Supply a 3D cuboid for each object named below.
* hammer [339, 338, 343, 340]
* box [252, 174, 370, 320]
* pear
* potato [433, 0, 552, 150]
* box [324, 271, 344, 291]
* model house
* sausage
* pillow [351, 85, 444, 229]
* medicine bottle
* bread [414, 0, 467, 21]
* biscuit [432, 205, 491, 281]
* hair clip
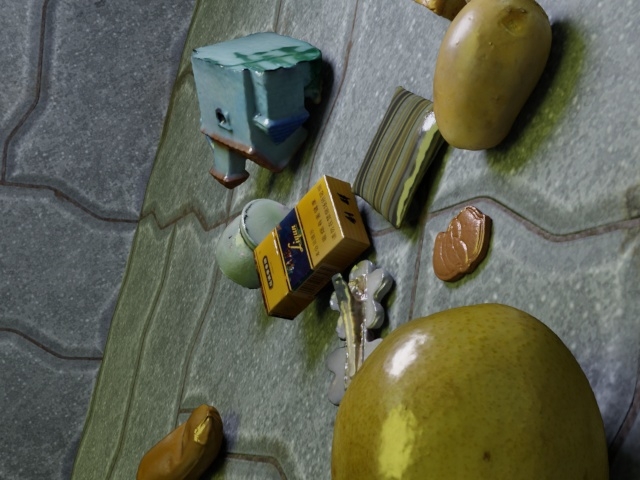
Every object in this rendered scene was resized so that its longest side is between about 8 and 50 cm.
[{"bbox_3d":[0.052,0.232,1.546,0.062,0.013,0.199,-45,37,48],"label":"hammer"},{"bbox_3d":[-0.022,0.016,1.688,0.237,0.070,0.152,-44,45,32],"label":"box"},{"bbox_3d":[0.149,0.227,0.984,0.314,0.314,0.314,-46,36,48],"label":"pear"},{"bbox_3d":[0.230,-0.239,1.312,0.234,0.146,0.150,-65,-5,22],"label":"potato"},{"bbox_3d":[0.000,0.000,1.774,0.201,0.042,0.212,-26,52,60],"label":"box"},{"bbox_3d":[-0.130,-0.264,2.070,0.295,0.252,0.329,27,125,44],"label":"model house"},{"bbox_3d":[-0.298,0.470,2.056,0.354,0.116,0.134,-45,22,44],"label":"sausage"},{"bbox_3d":[0.132,-0.143,1.559,0.208,0.052,0.212,-67,26,11],"label":"pillow"},{"bbox_3d":[-0.126,0.006,1.921,0.143,0.147,0.147,-49,34,42],"label":"medicine bottle"},{"bbox_3d":[0.188,-0.406,1.538,0.065,0.103,0.187,-67,22,17],"label":"bread"},{"bbox_3d":[0.201,0.005,1.349,0.130,0.019,0.102,-44,39,48],"label":"biscuit"},{"bbox_3d":[0.060,0.146,1.519,0.146,0.075,0.257,-25,58,39],"label":"hair clip"}]
